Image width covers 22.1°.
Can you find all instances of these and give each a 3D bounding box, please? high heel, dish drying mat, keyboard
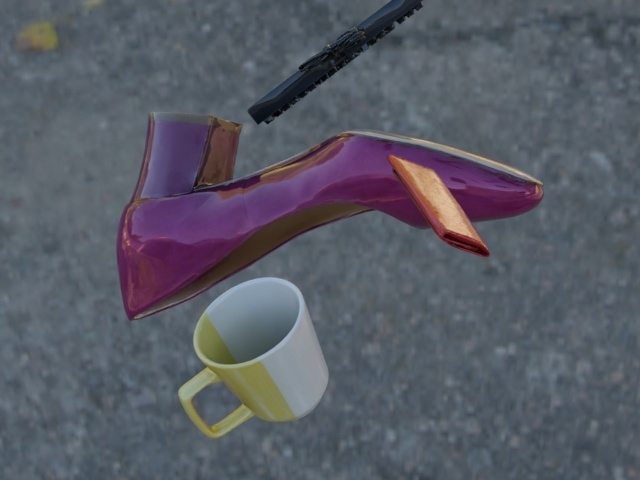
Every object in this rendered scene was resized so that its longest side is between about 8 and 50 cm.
[{"bbox_3d":[0.000,0.000,1.332,0.377,0.127,0.181,8,89,35],"label":"high heel"},{"bbox_3d":[0.059,-0.018,0.832,0.032,0.008,0.083,18,22,-27],"label":"dish drying mat"},{"bbox_3d":[0.016,-0.158,1.415,0.180,0.108,0.023,-37,89,8],"label":"keyboard"}]

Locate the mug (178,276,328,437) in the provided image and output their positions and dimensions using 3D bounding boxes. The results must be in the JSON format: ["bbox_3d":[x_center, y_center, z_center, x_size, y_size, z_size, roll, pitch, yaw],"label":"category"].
[{"bbox_3d":[-0.033,0.065,0.869,0.078,0.064,0.062,-18,40,12],"label":"mug"}]
